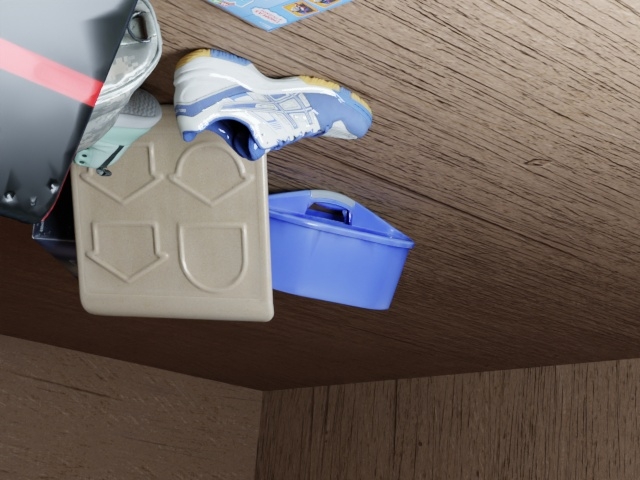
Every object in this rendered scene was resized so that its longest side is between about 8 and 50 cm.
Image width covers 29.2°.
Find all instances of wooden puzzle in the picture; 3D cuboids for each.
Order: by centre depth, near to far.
[{"bbox_3d":[-0.228,-0.046,1.915,0.322,0.348,0.080,1,-163,15],"label":"wooden puzzle"}]

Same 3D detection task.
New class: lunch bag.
[{"bbox_3d":[-0.343,-0.204,1.501,0.256,0.213,0.305,-7,172,-22],"label":"lunch bag"}]

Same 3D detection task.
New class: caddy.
[{"bbox_3d":[0.000,0.000,2.180,0.341,0.179,0.241,12,-175,-26],"label":"caddy"}]

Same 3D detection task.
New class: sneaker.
[{"bbox_3d":[-0.068,-0.163,1.700,0.296,0.131,0.112,11,162,-23],"label":"sneaker"},{"bbox_3d":[-0.367,-0.158,1.753,0.256,0.094,0.151,6,143,-40],"label":"sneaker"}]

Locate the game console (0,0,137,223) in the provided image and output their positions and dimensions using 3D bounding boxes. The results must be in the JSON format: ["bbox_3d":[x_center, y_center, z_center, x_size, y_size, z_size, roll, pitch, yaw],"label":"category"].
[{"bbox_3d":[-0.374,-0.221,1.228,0.386,0.342,0.060,21,-176,-44],"label":"game console"}]

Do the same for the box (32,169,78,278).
[{"bbox_3d":[-0.310,-0.034,2.149,0.296,0.183,0.294,4,166,5],"label":"box"}]

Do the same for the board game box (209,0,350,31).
[{"bbox_3d":[-0.044,-0.301,1.364,0.160,0.039,0.211,20,158,-41],"label":"board game box"}]
